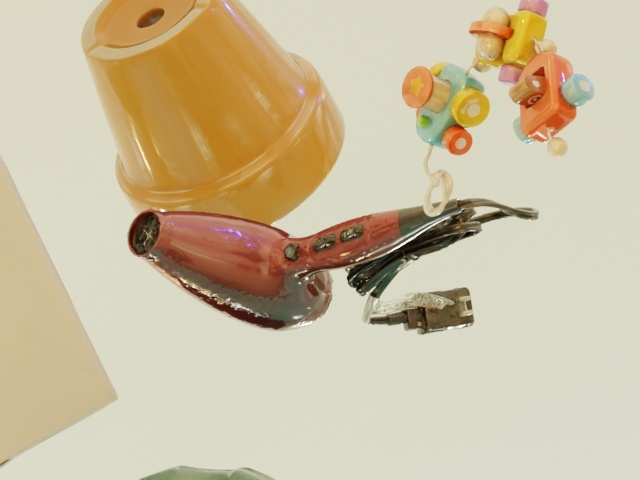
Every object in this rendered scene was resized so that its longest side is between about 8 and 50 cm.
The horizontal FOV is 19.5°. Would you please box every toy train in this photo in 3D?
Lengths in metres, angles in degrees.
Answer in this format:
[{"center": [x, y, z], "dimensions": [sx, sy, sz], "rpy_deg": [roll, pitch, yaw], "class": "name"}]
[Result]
[{"center": [0.100, -0.089, 1.168], "dimensions": [0.046, 0.125, 0.166], "rpy_deg": [20, -34, -28], "class": "toy train"}]

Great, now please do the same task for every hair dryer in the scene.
[{"center": [0.000, 0.000, 1.403], "dimensions": [0.293, 0.080, 0.223], "rpy_deg": [-1, -29, -11], "class": "hair dryer"}]

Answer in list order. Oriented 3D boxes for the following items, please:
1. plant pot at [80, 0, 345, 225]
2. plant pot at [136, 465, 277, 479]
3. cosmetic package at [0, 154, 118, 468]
[{"center": [-0.108, -0.130, 1.611], "dimensions": [0.205, 0.205, 0.188], "rpy_deg": [-35, -54, -6], "class": "plant pot"}, {"center": [0.003, 0.301, 0.988], "dimensions": [0.341, 0.341, 0.334], "rpy_deg": [-43, -53, 9], "class": "plant pot"}, {"center": [-0.290, -0.030, 1.091], "dimensions": [0.197, 0.155, 0.365], "rpy_deg": [-27, -72, -14], "class": "cosmetic package"}]
